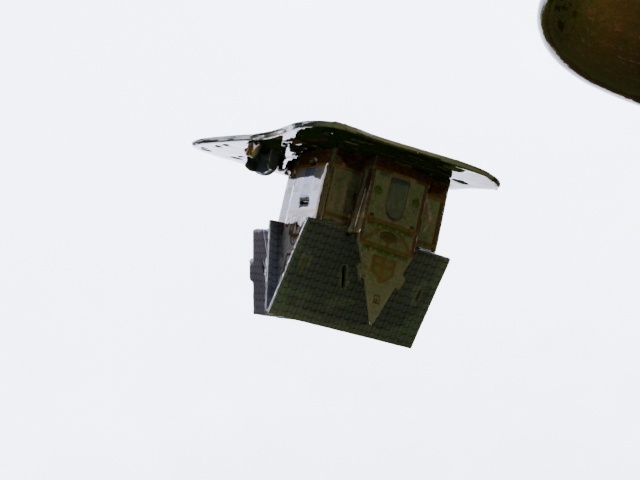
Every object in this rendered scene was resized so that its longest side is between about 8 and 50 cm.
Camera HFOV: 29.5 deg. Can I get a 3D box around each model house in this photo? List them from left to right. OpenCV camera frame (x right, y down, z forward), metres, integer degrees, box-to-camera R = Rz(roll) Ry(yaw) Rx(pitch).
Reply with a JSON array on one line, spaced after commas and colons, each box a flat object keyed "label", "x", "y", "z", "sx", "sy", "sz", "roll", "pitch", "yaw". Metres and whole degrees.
[{"label": "model house", "x": 0.000, "y": 0.000, "z": 0.621, "sx": 0.117, "sy": 0.167, "sz": 0.088, "roll": 16, "pitch": -97, "yaw": -29}]

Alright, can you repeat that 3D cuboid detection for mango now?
[{"label": "mango", "x": 0.326, "y": -0.202, "z": 1.207, "sx": 0.267, "sy": 0.111, "sz": 0.133, "roll": 18, "pitch": -58, "yaw": -25}]
